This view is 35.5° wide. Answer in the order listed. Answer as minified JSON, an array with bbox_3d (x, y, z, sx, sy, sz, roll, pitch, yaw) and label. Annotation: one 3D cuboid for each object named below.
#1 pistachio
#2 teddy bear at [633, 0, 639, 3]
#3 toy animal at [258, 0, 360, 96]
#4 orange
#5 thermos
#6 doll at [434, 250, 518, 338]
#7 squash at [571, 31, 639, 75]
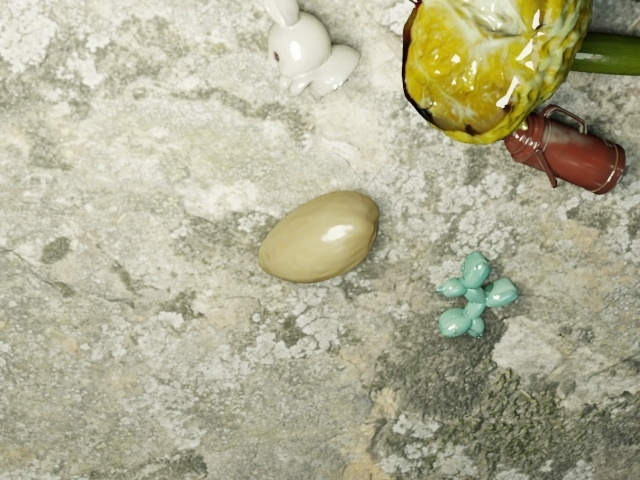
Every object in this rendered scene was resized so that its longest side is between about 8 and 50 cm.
[{"bbox_3d":[0.000,0.000,1.679,0.226,0.136,0.136,-26,124,15],"label":"pistachio"},{"bbox_3d":[0.508,-0.408,1.511,0.213,0.111,0.133,13,85,-5],"label":"teddy bear"},{"bbox_3d":[-0.051,-0.307,1.474,0.131,0.104,0.221,-37,121,14],"label":"toy animal"},{"bbox_3d":[0.270,-0.314,1.441,0.210,0.271,0.368,0,122,-32],"label":"orange"},{"bbox_3d":[0.389,-0.158,1.659,0.232,0.099,0.124,19,121,-23],"label":"thermos"},{"bbox_3d":[0.279,0.114,1.838,0.158,0.059,0.159,-37,123,11],"label":"doll"},{"bbox_3d":[0.447,-0.298,1.598,0.252,0.066,0.066,1,122,-12],"label":"squash"}]
